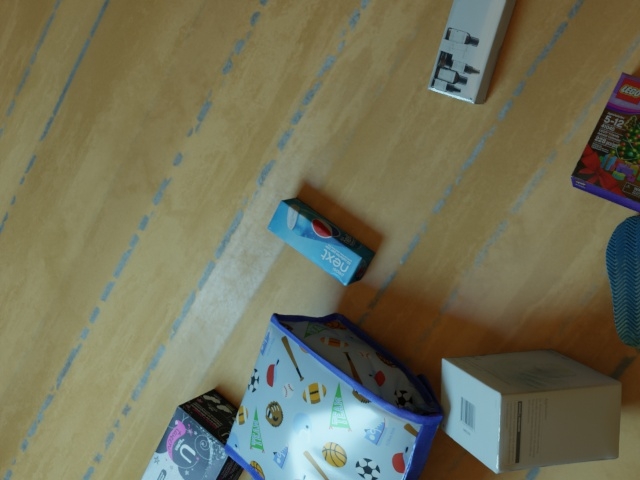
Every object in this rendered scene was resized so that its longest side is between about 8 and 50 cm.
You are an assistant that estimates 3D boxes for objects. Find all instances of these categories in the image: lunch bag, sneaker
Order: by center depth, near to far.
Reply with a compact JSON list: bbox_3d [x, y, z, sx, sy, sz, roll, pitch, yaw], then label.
[{"bbox_3d":[0.538,0.072,1.570,0.087,0.092,0.229,-2,77,30],"label":"sneaker"},{"bbox_3d":[0.044,0.364,1.759,0.385,0.238,0.328,34,114,42],"label":"lunch bag"}]

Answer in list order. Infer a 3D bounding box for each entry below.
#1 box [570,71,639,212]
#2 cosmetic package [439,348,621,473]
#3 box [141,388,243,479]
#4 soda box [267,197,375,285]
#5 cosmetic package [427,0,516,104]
[{"bbox_3d":[0.581,-0.129,1.488,0.293,0.057,0.201,25,83,23],"label":"box"},{"bbox_3d":[0.350,0.280,1.568,0.224,0.224,0.138,-1,98,-17],"label":"cosmetic package"},{"bbox_3d":[-0.266,0.480,2.019,0.163,0.142,0.247,36,112,19],"label":"box"},{"bbox_3d":[0.000,0.000,1.851,0.210,0.067,0.071,35,112,19],"label":"soda box"},{"bbox_3d":[0.276,-0.372,1.654,0.098,0.060,0.239,22,107,23],"label":"cosmetic package"}]
